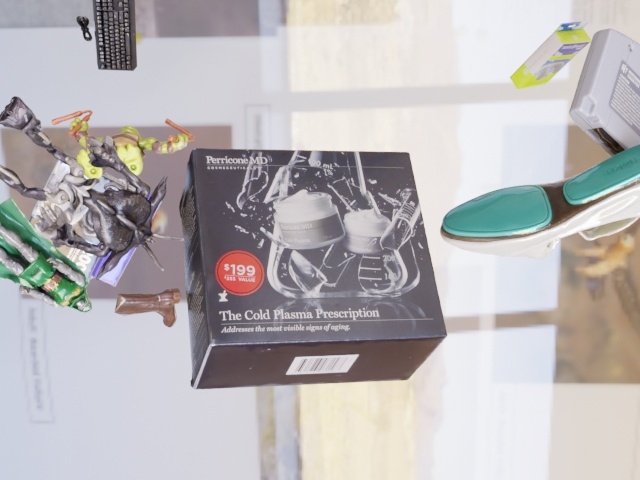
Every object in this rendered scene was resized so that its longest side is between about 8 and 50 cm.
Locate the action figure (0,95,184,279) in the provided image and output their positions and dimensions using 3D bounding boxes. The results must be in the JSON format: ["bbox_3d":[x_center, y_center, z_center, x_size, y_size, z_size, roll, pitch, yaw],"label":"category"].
[{"bbox_3d":[-0.307,-0.065,1.242,0.164,0.275,0.141,-54,-150,-4],"label":"action figure"}]

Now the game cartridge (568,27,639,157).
[{"bbox_3d":[0.560,-0.228,1.714,0.297,0.062,0.198,35,63,-30],"label":"game cartridge"}]

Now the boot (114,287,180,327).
[{"bbox_3d":[-0.307,0.122,1.686,0.037,0.114,0.106,61,-32,35],"label":"boot"}]

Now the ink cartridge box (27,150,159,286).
[{"bbox_3d":[-0.439,-0.032,1.841,0.206,0.208,0.045,-60,-164,13],"label":"ink cartridge box"}]

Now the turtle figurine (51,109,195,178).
[{"bbox_3d":[-0.371,-0.166,1.752,0.217,0.269,0.087,-89,-172,-70],"label":"turtle figurine"}]

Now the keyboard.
[{"bbox_3d":[-0.399,-0.388,1.811,0.180,0.108,0.023,101,-7,-51],"label":"keyboard"}]

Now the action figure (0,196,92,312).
[{"bbox_3d":[-0.463,0.049,1.596,0.232,0.137,0.063,42,11,-33],"label":"action figure"}]

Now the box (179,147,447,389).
[{"bbox_3d":[-0.024,0.039,1.444,0.179,0.343,0.313,116,-31,-57],"label":"box"}]

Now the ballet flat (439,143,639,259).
[{"bbox_3d":[0.406,-0.038,1.636,0.139,0.400,0.139,-19,90,-74],"label":"ballet flat"}]

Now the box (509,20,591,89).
[{"bbox_3d":[0.509,-0.405,2.126,0.178,0.109,0.042,-47,-114,46],"label":"box"}]
